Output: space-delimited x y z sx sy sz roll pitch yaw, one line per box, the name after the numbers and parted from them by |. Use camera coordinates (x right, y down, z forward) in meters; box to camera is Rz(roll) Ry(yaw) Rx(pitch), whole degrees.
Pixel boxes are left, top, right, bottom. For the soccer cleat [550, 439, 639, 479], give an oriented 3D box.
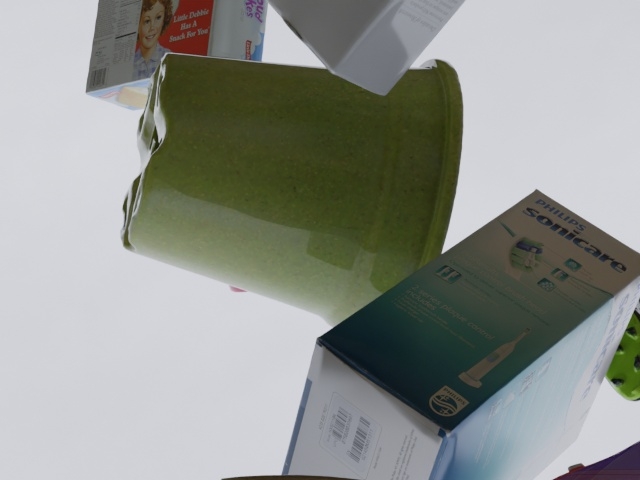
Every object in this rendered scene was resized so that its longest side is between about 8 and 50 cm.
0.207 0.185 0.999 0.248 0.083 0.095 -34 -154 2 | soccer cleat

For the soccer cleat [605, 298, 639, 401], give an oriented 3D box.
0.287 0.082 1.411 0.072 0.060 0.179 25 -147 -28 | soccer cleat

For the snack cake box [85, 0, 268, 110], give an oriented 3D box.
-0.189 -0.269 1.985 0.264 0.089 0.152 -5 -107 46 | snack cake box

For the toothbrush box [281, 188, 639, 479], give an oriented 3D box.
0.113 0.122 1.198 0.126 0.216 0.295 35 -136 25 | toothbrush box

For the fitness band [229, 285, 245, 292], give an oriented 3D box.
0.000 0.000 1.875 0.209 0.054 0.291 -12 -172 27 | fitness band

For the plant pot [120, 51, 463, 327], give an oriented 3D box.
-0.039 -0.056 1.360 0.254 0.276 0.276 12 -145 -11 | plant pot

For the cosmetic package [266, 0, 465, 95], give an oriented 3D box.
0.071 -0.240 1.179 0.085 0.231 0.117 15 -149 -53 | cosmetic package

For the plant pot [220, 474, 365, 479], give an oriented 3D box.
-0.004 0.205 0.948 0.096 0.109 0.109 -12 -117 -10 | plant pot
